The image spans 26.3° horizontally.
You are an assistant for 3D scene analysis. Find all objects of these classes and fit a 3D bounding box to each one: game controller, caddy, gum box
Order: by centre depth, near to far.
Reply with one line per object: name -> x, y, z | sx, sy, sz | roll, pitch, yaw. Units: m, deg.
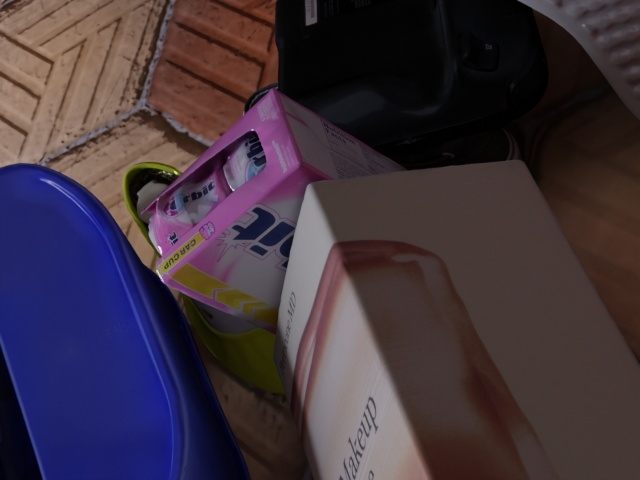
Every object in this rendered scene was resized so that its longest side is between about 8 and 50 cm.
gum box -> 0.000, 0.000, 0.779 | 0.107, 0.188, 0.062 | -40, 46, 22
caddy -> -0.183, 0.124, 0.836 | 0.241, 0.179, 0.341 | -24, 58, -3
game controller -> 0.051, -0.158, 0.907 | 0.167, 0.067, 0.319 | -21, 35, 14

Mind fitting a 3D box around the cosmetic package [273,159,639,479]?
cosmetic package -> 0.081, 0.115, 0.663 | 0.129, 0.153, 0.296 | -6, 45, -17

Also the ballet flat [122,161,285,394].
ballet flat -> -0.070, 0.018, 0.905 | 0.077, 0.077, 0.231 | -43, 47, -1

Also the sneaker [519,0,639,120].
sneaker -> 0.184, -0.162, 0.784 | 0.126, 0.321, 0.127 | -56, -4, 35

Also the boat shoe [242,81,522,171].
boat shoe -> 0.025, -0.079, 0.911 | 0.229, 0.076, 0.080 | 21, 73, 40
